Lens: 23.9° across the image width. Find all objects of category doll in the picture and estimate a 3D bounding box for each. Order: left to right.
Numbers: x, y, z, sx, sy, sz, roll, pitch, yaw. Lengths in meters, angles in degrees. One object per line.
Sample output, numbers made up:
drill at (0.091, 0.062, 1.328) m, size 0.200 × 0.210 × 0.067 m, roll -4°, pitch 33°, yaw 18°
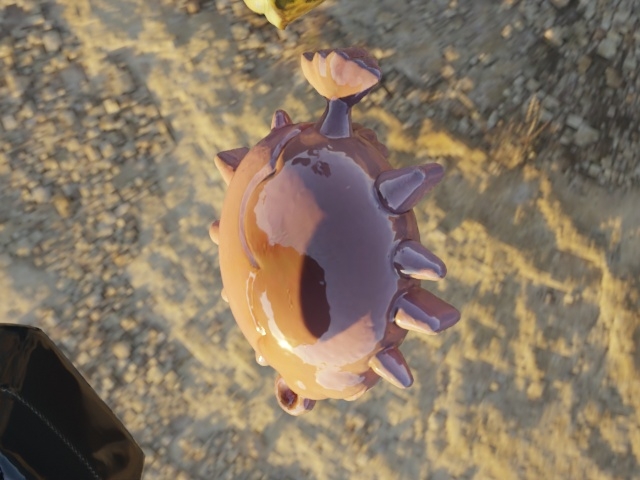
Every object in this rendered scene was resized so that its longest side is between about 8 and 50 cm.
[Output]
doll at (0.000, 0.000, 0.988) m, size 0.211 × 0.093 × 0.262 m, roll 21°, pitch 115°, yaw 41°

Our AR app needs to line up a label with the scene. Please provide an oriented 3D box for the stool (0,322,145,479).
stool at (-0.231, 0.167, 0.929) m, size 0.232 × 0.141 × 0.232 m, roll 2°, pitch 121°, yaw 3°

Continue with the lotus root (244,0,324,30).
lotus root at (-0.120, -0.421, 1.738) m, size 0.111 × 0.375 × 0.390 m, roll -36°, pitch 86°, yaw -8°
